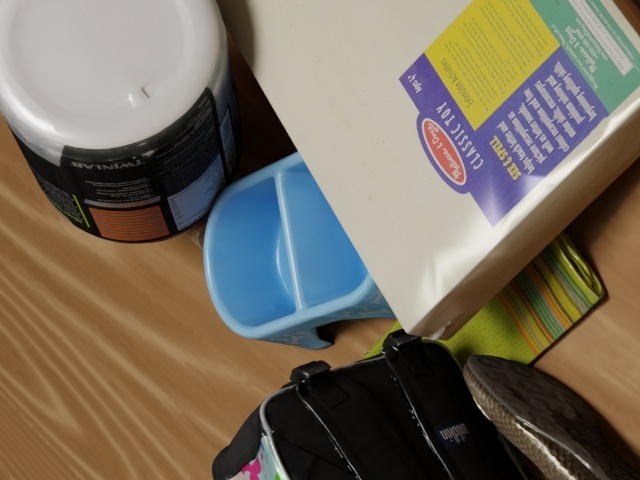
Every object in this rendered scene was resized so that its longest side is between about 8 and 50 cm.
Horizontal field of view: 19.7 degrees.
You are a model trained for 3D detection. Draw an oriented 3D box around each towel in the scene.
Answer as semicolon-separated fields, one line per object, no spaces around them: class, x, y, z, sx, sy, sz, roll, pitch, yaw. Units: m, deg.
towel;0.120;0.064;1.413;0.102;0.021;0.237;56;136;16

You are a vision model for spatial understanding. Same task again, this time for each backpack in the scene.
backpack;0.056;0.226;1.361;0.253;0.225;0.191;54;136;23

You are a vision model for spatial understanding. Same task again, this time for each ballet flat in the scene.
ballet flat;0.184;0.163;1.306;0.250;0.084;0.058;40;122;38

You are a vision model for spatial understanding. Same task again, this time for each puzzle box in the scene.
puzzle box;0.076;-0.161;1.387;0.272;0.052;0.409;-45;54;24

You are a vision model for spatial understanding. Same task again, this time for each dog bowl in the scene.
dog bowl;0.000;0.000;1.547;0.297;0.074;0.166;-22;75;53

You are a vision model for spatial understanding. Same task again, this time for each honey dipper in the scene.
honey dipper;-0.145;-0.033;1.782;0.161;0.030;0.030;35;119;50

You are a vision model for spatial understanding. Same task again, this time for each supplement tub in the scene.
supplement tub;-0.167;-0.112;1.575;0.316;0.193;0.193;90;166;-74
